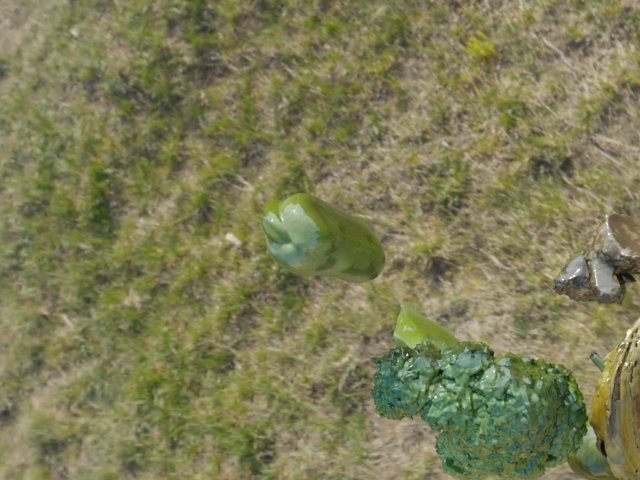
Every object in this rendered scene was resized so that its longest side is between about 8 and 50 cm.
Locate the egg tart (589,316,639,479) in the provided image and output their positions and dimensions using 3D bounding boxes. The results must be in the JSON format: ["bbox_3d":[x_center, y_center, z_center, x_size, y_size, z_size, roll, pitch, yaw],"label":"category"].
[{"bbox_3d":[0.455,0.216,1.174,0.132,0.297,0.297,8,83,56],"label":"egg tart"}]

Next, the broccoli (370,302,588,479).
[{"bbox_3d":[0.170,0.207,1.111,0.302,0.254,0.186,12,97,34],"label":"broccoli"}]

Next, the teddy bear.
[{"bbox_3d":[0.662,0.070,1.842,0.296,0.246,0.222,23,131,29],"label":"teddy bear"}]

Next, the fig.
[{"bbox_3d":[0.533,0.331,1.620,0.149,0.149,0.245,-3,65,33],"label":"fig"}]

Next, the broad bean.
[{"bbox_3d":[0.000,0.000,1.047,0.082,0.174,0.124,-48,57,18],"label":"broad bean"}]
